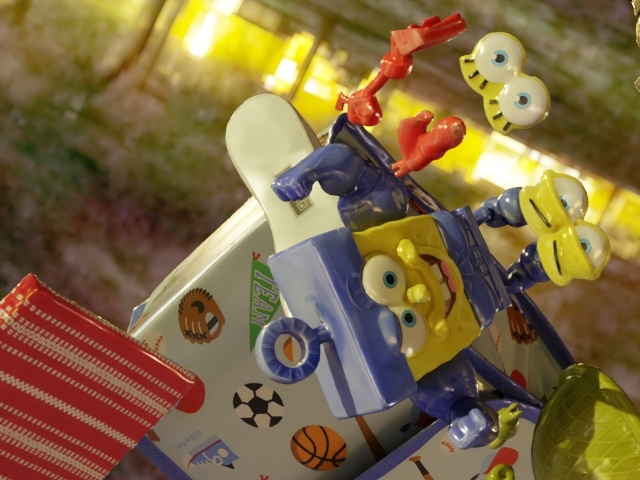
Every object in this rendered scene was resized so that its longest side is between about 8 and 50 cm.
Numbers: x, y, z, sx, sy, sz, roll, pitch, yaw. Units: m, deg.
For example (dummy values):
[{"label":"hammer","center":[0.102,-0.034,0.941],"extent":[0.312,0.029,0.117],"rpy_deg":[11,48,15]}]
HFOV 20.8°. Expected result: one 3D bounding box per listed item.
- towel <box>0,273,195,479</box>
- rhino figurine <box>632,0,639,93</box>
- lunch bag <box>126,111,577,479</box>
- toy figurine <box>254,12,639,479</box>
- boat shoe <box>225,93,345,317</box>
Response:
[{"label":"towel","center":[-0.218,0.148,1.056],"extent":[0.031,0.275,0.199],"rpy_deg":[46,-177,31]},{"label":"rhino figurine","center":[0.268,-0.153,1.189],"extent":[0.106,0.073,0.243],"rpy_deg":[5,148,2]},{"label":"lunch bag","center":[0.034,0.142,1.619],"extent":[0.385,0.328,0.239],"rpy_deg":[44,-152,-9]},{"label":"toy figurine","center":[0.046,0.064,1.062],"extent":[0.217,0.362,0.191],"rpy_deg":[-23,-178,-37]},{"label":"boat shoe","center":[0.000,0.000,1.223],"extent":[0.228,0.080,0.076],"rpy_deg":[61,-170,31]}]
